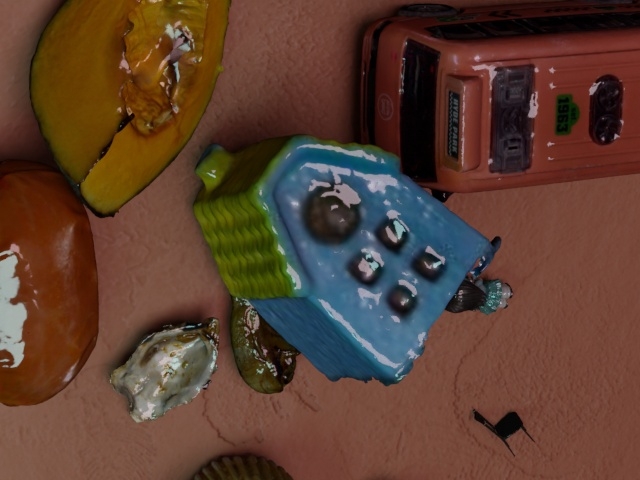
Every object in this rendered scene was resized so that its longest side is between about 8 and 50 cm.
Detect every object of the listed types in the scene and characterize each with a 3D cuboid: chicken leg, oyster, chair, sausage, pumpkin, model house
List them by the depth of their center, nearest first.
[{"bbox_3d":[-0.321,0.048,1.766,0.141,0.153,0.268,-12,111,-31],"label":"sausage"},{"bbox_3d":[-0.205,-0.187,1.789,0.312,0.148,0.169,-57,162,-4],"label":"pumpkin"},{"bbox_3d":[0.000,0.000,1.828,0.303,0.237,0.215,38,75,-15],"label":"model house"},{"bbox_3d":[-0.173,0.141,1.916,0.148,0.051,0.103,-30,118,3],"label":"oyster"},{"bbox_3d":[-0.071,0.097,1.947,0.093,0.070,0.178,-26,104,-16],"label":"chicken leg"},{"bbox_3d":[0.239,0.239,2.136,0.042,0.037,0.086,-43,122,6],"label":"chair"}]

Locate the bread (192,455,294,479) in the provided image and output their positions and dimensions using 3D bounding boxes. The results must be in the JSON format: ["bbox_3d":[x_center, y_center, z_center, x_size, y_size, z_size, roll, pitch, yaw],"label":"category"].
[{"bbox_3d":[-0.088,0.387,1.972,0.179,0.133,0.250,-9,100,-12],"label":"bread"}]

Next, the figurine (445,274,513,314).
[{"bbox_3d":[0.189,0.070,2.064,0.106,0.047,0.060,5,139,-32],"label":"figurine"}]

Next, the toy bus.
[{"bbox_3d":[0.271,-0.169,1.924,0.426,0.233,0.203,-7,108,-23],"label":"toy bus"}]
